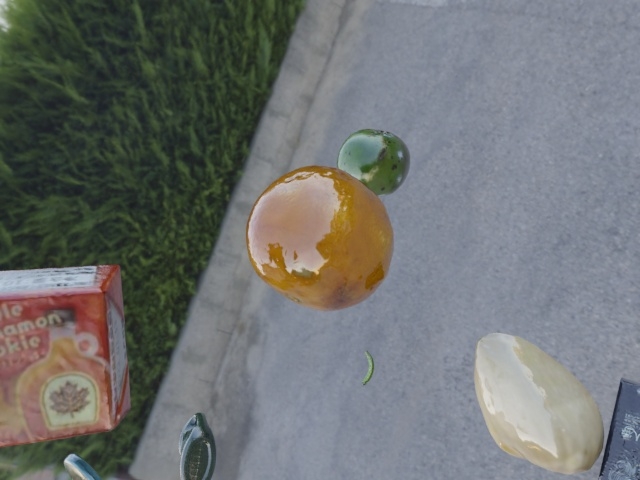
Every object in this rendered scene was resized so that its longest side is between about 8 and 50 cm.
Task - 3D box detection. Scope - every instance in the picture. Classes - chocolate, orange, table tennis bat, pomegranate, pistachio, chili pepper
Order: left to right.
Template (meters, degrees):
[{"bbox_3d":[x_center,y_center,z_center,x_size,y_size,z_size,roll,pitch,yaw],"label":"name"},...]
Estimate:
[{"bbox_3d":[-0.393,0.160,0.748,0.108,0.237,0.235,-153,61,-74],"label":"chocolate"},{"bbox_3d":[-0.322,0.403,0.824,0.124,0.201,0.033,-7,23,47],"label":"table tennis bat"},{"bbox_3d":[0.000,0.000,0.943,0.261,0.261,0.261,-41,37,41],"label":"orange"},{"bbox_3d":[0.114,0.309,1.318,0.017,0.030,0.083,84,-161,-71],"label":"chili pepper"},{"bbox_3d":[0.122,-0.159,1.329,0.181,0.181,0.224,-115,32,-56],"label":"pomegranate"},{"bbox_3d":[0.438,0.335,1.137,0.213,0.193,0.318,-36,72,14],"label":"pistachio"}]

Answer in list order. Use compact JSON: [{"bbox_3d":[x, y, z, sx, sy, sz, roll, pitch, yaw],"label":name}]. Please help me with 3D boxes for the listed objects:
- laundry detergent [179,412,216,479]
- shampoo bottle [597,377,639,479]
[{"bbox_3d":[-0.284,0.466,1.256,0.221,0.078,0.144,-174,92,-76],"label":"laundry detergent"},{"bbox_3d":[0.596,0.430,1.048,0.098,0.071,0.310,12,90,31],"label":"shampoo bottle"}]
